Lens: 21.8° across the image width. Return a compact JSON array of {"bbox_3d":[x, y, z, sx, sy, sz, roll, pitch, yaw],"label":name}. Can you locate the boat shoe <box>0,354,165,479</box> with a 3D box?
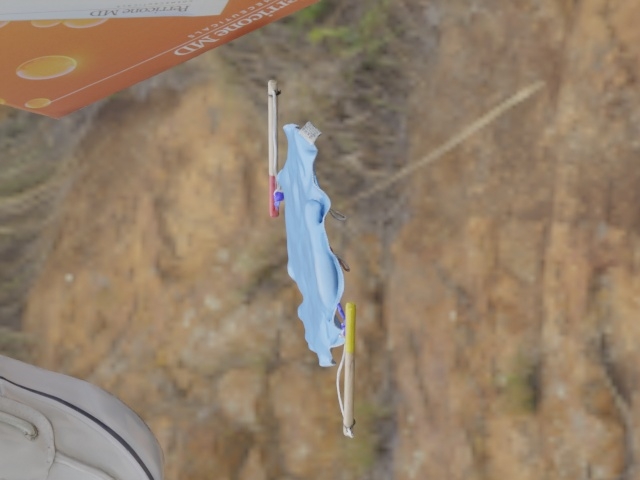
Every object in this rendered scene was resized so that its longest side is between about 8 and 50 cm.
[{"bbox_3d":[-0.185,0.103,0.846,0.096,0.267,0.088,-28,45,26],"label":"boat shoe"}]

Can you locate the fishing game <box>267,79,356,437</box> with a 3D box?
[{"bbox_3d":[0.000,0.000,1.246,0.264,0.041,0.189,-111,15,-49],"label":"fishing game"}]

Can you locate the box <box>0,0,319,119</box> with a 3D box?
[{"bbox_3d":[-0.175,-0.199,0.823,0.215,0.345,0.168,-21,74,27],"label":"box"}]
